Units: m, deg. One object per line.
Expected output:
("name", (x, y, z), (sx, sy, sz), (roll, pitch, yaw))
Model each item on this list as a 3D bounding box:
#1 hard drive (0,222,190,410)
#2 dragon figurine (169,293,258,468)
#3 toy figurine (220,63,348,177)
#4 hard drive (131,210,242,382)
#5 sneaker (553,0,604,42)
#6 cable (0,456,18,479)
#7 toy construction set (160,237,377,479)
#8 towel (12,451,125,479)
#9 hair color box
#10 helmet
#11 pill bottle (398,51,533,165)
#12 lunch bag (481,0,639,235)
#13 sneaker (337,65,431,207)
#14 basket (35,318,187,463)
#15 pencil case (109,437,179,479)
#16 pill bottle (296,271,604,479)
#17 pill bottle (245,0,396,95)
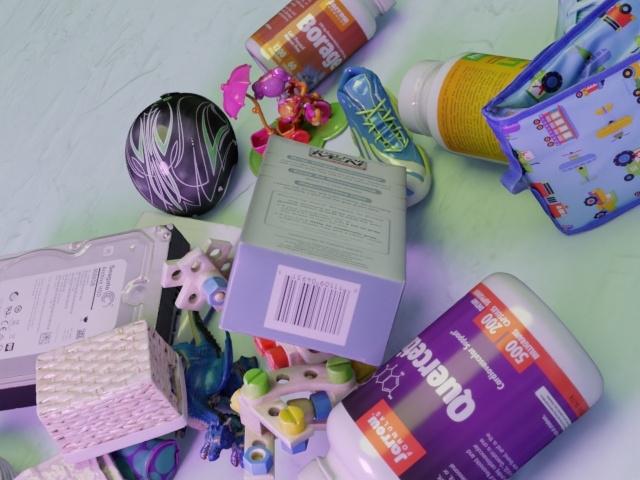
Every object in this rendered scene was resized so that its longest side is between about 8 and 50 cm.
("hard drive", (-0.354, 0.110, 1.984), (0.339, 0.064, 0.236), (-9, 52, 21))
("dragon figurine", (-0.132, 0.170, 1.841), (0.144, 0.085, 0.289), (-13, 49, 27))
("toy figurine", (-0.065, -0.192, 2.047), (0.173, 0.159, 0.130), (-28, 43, 13))
("hard drive", (-0.251, 0.108, 2.014), (0.210, 0.040, 0.318), (10, 61, 40))
("sneaker", (0.355, -0.350, 1.886), (0.135, 0.150, 0.365), (-14, 48, 27))
("cable", (-0.509, 0.394, 1.919), (0.257, 0.089, 0.257), (-42, 42, -2))
("toy construction set", (-0.058, 0.134, 1.741), (0.215, 0.151, 0.327), (-21, 56, -17))
("towel", (-0.349, 0.386, 1.770), (0.282, 0.049, 0.187), (-35, 66, -4))
("hair color box", (0.000, 0.000, 1.702), (0.185, 0.113, 0.374), (14, 23, -2))
("helmet", (-0.207, -0.123, 2.102), (0.169, 0.169, 0.161), (-16, 30, 25))
("pill bottle", (0.223, -0.169, 1.836), (0.246, 0.136, 0.136), (16, 65, 43))
("lunch bag", (0.340, -0.139, 1.664), (0.293, 0.221, 0.138), (-35, 42, 5))
("sneaker", (0.071, -0.148, 1.935), (0.091, 0.126, 0.240), (-32, 42, 9))
("basket", (-0.260, 0.184, 1.763), (0.167, 0.103, 0.113), (-20, 47, 8))
("pencil case", (-0.252, 0.275, 1.853), (0.152, 0.070, 0.064), (8, 95, 37))
("pill bottle", (0.135, 0.196, 1.555), (0.323, 0.181, 0.181), (-41, 42, -1))
("pill bottle", (0.003, -0.318, 2.133), (0.216, 0.121, 0.121), (-42, 42, -1))
